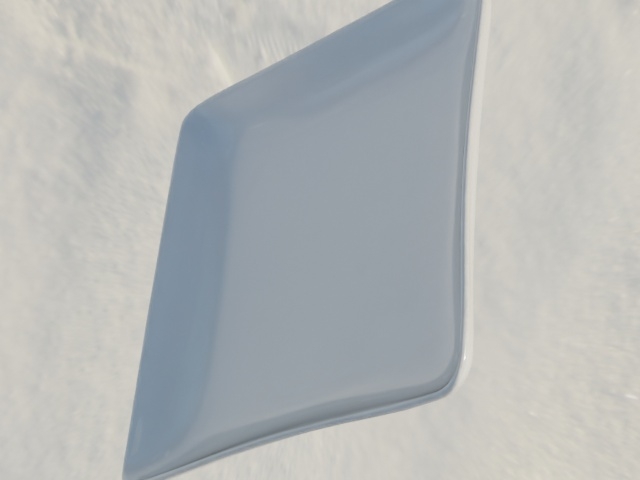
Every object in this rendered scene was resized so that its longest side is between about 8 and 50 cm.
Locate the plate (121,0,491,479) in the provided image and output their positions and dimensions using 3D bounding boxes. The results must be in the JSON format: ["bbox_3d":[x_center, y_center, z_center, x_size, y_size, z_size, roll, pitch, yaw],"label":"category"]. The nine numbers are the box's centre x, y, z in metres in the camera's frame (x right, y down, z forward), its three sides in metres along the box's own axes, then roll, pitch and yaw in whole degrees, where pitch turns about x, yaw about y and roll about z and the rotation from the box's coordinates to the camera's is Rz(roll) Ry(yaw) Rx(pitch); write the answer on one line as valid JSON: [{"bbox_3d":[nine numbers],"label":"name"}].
[{"bbox_3d":[0.000,0.000,1.008,0.045,0.277,0.278,28,54,-35],"label":"plate"}]
